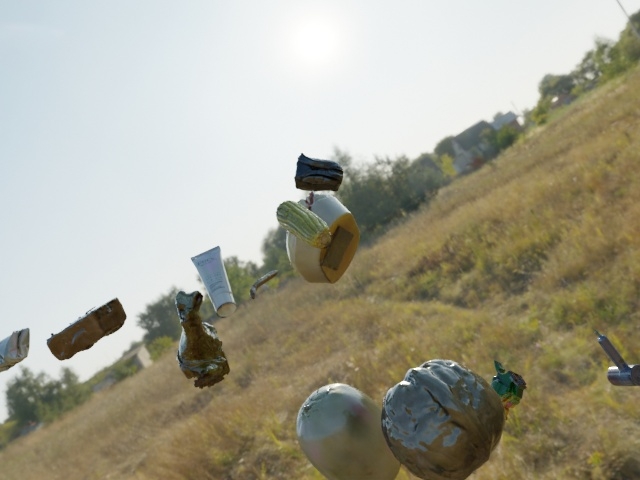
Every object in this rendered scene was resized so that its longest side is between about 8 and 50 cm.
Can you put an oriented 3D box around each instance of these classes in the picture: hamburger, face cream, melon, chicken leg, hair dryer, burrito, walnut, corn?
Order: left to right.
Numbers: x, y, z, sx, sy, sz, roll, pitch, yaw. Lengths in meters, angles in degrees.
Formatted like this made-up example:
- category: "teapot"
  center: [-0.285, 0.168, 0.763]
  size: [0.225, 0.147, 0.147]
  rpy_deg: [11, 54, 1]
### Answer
- category: "burrito"
  center: [-0.615, 0.222, 1.076]
  size: [0.203, 0.064, 0.064]
  rpy_deg: [-27, 3, 36]
- category: "chicken leg"
  center: [-0.356, 0.311, 1.597]
  size: [0.140, 0.212, 0.361]
  rpy_deg: [-14, -32, -4]
- category: "face cream"
  center: [-0.293, 0.110, 1.551]
  size: [0.092, 0.244, 0.058]
  rpy_deg: [-22, -43, -11]
- category: "corn"
  center: [-0.037, -0.036, 1.222]
  size: [0.072, 0.072, 0.203]
  rpy_deg: [-33, 32, -14]
- category: "hamburger"
  center: [0.000, 0.000, 1.534]
  size: [0.227, 0.151, 0.295]
  rpy_deg: [-62, -21, -17]
- category: "melon"
  center: [0.075, 0.500, 1.401]
  size: [0.223, 0.317, 0.223]
  rpy_deg: [-38, 19, 15]
- category: "walnut"
  center: [0.253, 0.371, 1.139]
  size: [0.248, 0.248, 0.248]
  rpy_deg: [-33, -1, -1]
- category: "hair dryer"
  center: [0.522, 0.208, 0.986]
  size: [0.037, 0.114, 0.063]
  rpy_deg: [-34, -4, -19]

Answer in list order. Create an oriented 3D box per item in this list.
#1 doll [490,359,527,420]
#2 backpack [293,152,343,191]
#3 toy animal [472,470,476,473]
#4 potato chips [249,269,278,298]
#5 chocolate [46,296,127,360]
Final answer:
- category: "doll"
  center: [0.625, 0.527, 1.909]
  size: [0.134, 0.106, 0.186]
  rpy_deg: [20, 84, 53]
- category: "backpack"
  center: [-0.008, -0.217, 1.869]
  size: [0.106, 0.165, 0.120]
  rpy_deg: [118, 164, -61]
- category: "toy animal"
  center: [0.371, 0.629, 1.644]
  size: [0.103, 0.131, 0.220]
  rpy_deg: [-21, -29, 37]
- category: "potato chips"
  center: [-0.203, 0.148, 1.952]
  size: [0.026, 0.037, 0.204]
  rpy_deg: [-66, -10, 26]
- category: "chocolate"
  center: [-0.665, 0.255, 1.596]
  size: [0.214, 0.093, 0.148]
  rpy_deg: [-27, 11, 18]
